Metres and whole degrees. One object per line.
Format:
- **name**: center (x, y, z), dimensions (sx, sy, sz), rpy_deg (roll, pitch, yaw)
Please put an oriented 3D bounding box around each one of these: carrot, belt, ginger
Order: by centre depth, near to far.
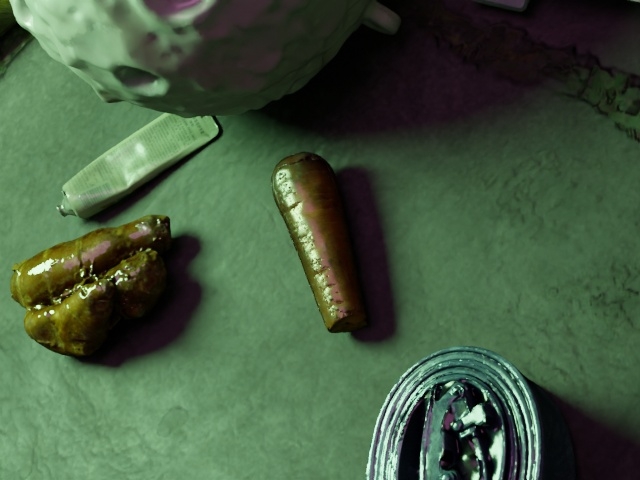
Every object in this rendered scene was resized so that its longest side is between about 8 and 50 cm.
- **belt**: center (0.106, 0.175, 1.159), dimensions (0.141, 0.082, 0.190), rpy_deg (-6, 64, 32)
- **carrot**: center (0.000, 0.000, 1.315), dimensions (0.055, 0.055, 0.161), rpy_deg (-26, 61, 17)
- **ginger**: center (-0.197, 0.040, 1.391), dimensions (0.162, 0.073, 0.103), rpy_deg (-26, 59, 16)

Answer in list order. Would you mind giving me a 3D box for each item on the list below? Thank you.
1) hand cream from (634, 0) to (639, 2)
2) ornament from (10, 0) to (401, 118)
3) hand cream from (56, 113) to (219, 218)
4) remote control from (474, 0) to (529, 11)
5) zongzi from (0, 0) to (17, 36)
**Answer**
- **hand cream**: center (0.268, -0.337, 1.293), dimensions (0.147, 0.093, 0.306), rpy_deg (17, 79, 25)
- **ornament**: center (-0.112, -0.273, 1.341), dimensions (0.337, 0.337, 0.337), rpy_deg (-12, 64, 24)
- **hand cream**: center (-0.169, -0.071, 1.457), dimensions (0.165, 0.037, 0.057), rpy_deg (-33, 56, 4)
- **remote control**: center (0.180, -0.266, 1.348), dimensions (0.061, 0.029, 0.162), rpy_deg (21, 75, 32)
- **zongzi**: center (-0.362, -0.198, 1.581), dimensions (0.197, 0.099, 0.194), rpy_deg (17, 78, 26)
